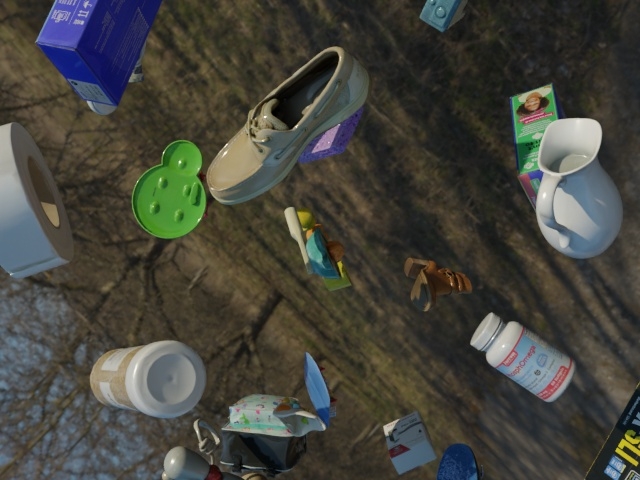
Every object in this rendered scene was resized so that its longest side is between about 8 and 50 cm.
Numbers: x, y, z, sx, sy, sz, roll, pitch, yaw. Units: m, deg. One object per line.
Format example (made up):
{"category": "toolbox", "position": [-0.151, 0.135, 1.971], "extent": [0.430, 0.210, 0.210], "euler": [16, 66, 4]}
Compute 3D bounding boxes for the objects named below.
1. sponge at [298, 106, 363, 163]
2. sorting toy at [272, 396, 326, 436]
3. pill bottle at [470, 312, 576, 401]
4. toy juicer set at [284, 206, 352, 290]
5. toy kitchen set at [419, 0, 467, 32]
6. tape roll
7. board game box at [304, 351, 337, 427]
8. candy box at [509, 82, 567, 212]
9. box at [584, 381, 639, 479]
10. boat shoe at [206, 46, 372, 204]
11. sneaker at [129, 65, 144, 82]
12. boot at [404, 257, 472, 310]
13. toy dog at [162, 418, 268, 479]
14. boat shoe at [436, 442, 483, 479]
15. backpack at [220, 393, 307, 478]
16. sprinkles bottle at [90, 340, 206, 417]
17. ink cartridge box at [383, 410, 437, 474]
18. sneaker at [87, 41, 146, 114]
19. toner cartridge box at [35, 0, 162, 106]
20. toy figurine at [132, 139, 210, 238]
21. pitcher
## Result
{"category": "sponge", "position": [0.015, -0.243, 1.513], "extent": [0.031, 0.117, 0.210], "euler": [30, 166, -24]}
{"category": "sorting toy", "position": [-0.030, 0.312, 1.163], "extent": [0.075, 0.045, 0.083], "euler": [5, 144, 32]}
{"category": "pill bottle", "position": [0.338, 0.193, 1.114], "extent": [0.160, 0.087, 0.087], "euler": [33, 166, 6]}
{"category": "toy juicer set", "position": [0.000, 0.000, 1.583], "extent": [0.329, 0.089, 0.209], "euler": [43, -156, -73]}
{"category": "toy kitchen set", "position": [0.113, -0.393, 0.852], "extent": [0.207, 0.122, 0.166], "euler": [38, 135, 12]}
{"category": "tape roll", "position": [-0.569, -0.074, 1.256], "extent": [0.286, 0.100, 0.286], "euler": [161, 90, -80]}
{"category": "board game box", "position": [0.005, 0.315, 1.428], "extent": [0.169, 0.033, 0.133], "euler": [92, 155, -43]}
{"category": "candy box", "position": [0.575, -0.184, 1.640], "extent": [0.122, 0.317, 0.268], "euler": [-19, 129, 26]}
{"category": "box", "position": [0.658, 0.391, 1.181], "extent": [0.257, 0.079, 0.322], "euler": [37, 126, 35]}
{"category": "boat shoe", "position": [-0.065, -0.168, 0.972], "extent": [0.098, 0.302, 0.109], "euler": [22, -144, -60]}
{"category": "sneaker", "position": [-0.450, -0.387, 1.459], "extent": [0.135, 0.058, 0.052], "euler": [11, -156, 9]}
{"category": "boot", "position": [0.292, 0.110, 1.582], "extent": [0.152, 0.073, 0.197], "euler": [15, -150, -13]}
{"category": "toy dog", "position": [-0.253, 0.610, 1.571], "extent": [0.334, 0.161, 0.220], "euler": [46, -169, -7]}
{"category": "boat shoe", "position": [0.287, 0.548, 1.342], "extent": [0.109, 0.258, 0.089], "euler": [-9, 151, 31]}
{"category": "backpack", "position": [-0.143, 0.521, 1.807], "extent": [0.225, 0.191, 0.253], "euler": [2, 172, 11]}
{"category": "sprinkles bottle", "position": [-0.317, 0.246, 1.183], "extent": [0.121, 0.121, 0.355], "euler": [47, 152, -13]}
{"category": "ink cartridge box", "position": [0.210, 0.477, 1.573], "extent": [0.056, 0.099, 0.135], "euler": [62, -175, -15]}
{"category": "sneaker", "position": [-0.411, -0.367, 1.339], "extent": [0.091, 0.258, 0.094], "euler": [37, -150, 30]}
{"category": "toner cartridge box", "position": [-0.345, -0.422, 1.126], "extent": [0.075, 0.348, 0.165], "euler": [13, 161, 10]}
{"category": "toy figurine", "position": [-0.250, -0.088, 1.210], "extent": [0.130, 0.173, 0.159], "euler": [17, 180, 2]}
{"category": "pitcher", "position": [0.377, -0.051, 1.002], "extent": [0.125, 0.178, 0.207], "euler": [12, 145, 38]}
